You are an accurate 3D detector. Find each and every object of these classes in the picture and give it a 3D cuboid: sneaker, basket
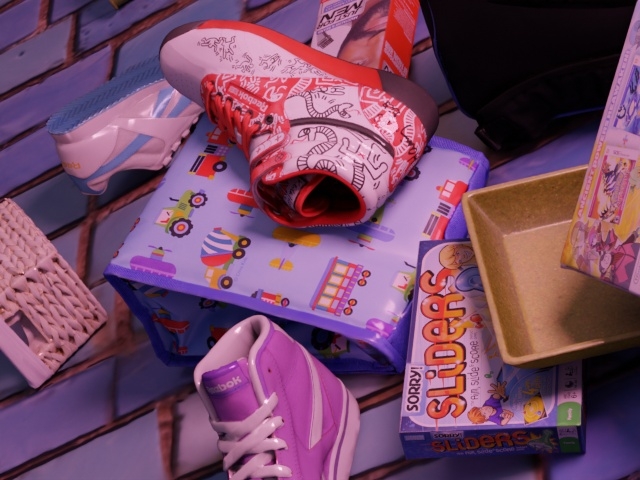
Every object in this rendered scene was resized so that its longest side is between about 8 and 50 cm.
[{"bbox_3d":[-0.047,-0.098,1.597,0.270,0.090,0.145,18,52,20],"label":"sneaker"},{"bbox_3d":[-0.174,-0.131,1.958,0.229,0.092,0.087,-29,29,-20],"label":"sneaker"},{"bbox_3d":[-0.049,0.180,1.427,0.102,0.161,0.282,-23,39,20],"label":"sneaker"},{"bbox_3d":[-0.295,0.047,1.843,0.103,0.113,0.167,-39,34,-6],"label":"basket"}]

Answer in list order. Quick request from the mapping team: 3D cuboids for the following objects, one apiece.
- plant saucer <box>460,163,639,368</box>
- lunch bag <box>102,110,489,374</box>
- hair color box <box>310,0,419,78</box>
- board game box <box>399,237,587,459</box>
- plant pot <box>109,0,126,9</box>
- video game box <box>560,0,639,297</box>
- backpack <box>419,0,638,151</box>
[{"bbox_3d":[0.215,0.020,1.418,0.188,0.045,0.188,-13,43,3],"label":"plant saucer"},{"bbox_3d":[0.000,0.000,1.628,0.293,0.138,0.221,5,51,33],"label":"lunch bag"},{"bbox_3d":[0.040,-0.190,1.851,0.093,0.053,0.167,-17,41,27],"label":"hair color box"},{"bbox_3d":[0.137,0.078,1.442,0.136,0.035,0.201,-4,44,13],"label":"board game box"},{"bbox_3d":[-0.223,-0.328,2.234,0.079,0.083,0.083,-22,37,4],"label":"plant pot"},{"bbox_3d":[0.249,-0.057,1.281,0.187,0.048,0.205,28,103,65],"label":"video game box"},{"bbox_3d":[0.225,-0.225,1.566,0.263,0.276,0.213,4,53,28],"label":"backpack"}]
